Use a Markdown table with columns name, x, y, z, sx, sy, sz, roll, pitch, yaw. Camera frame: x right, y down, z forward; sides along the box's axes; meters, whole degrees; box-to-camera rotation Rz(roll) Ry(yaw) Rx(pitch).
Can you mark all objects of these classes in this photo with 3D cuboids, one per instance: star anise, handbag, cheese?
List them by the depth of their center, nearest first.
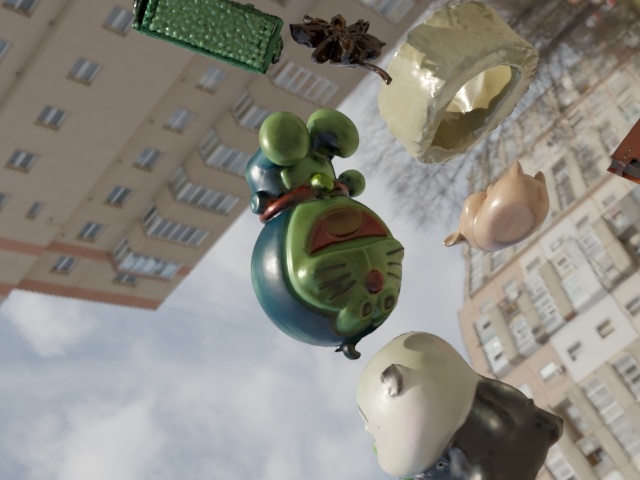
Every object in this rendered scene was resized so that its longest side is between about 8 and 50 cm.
| name | x | y | z | sx | sy | sz | roll | pitch | yaw |
| --- | --- | --- | --- | --- | --- | --- | --- | --- | --- |
| star anise | 0.030 | -0.334 | 1.390 | 0.177 | 0.073 | 0.234 | 9 | -149 | -6 |
| cheese | 0.263 | -0.304 | 1.617 | 0.292 | 0.332 | 0.153 | -19 | -121 | -34 |
| handbag | 0.727 | -0.197 | 1.753 | 0.127 | 0.063 | 0.190 | 29 | -120 | 26 |

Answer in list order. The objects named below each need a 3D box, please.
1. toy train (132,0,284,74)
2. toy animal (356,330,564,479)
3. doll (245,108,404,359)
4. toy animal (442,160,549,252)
| name | x | y | z | sx | sy | sz | roll | pitch | yaw |
| --- | --- | --- | --- | --- | --- | --- | --- | --- | --- |
| toy train | -0.189 | -0.371 | 1.365 | 0.269 | 0.115 | 0.154 | 19 | -172 | -8 |
| toy animal | 0.168 | 0.260 | 1.118 | 0.266 | 0.212 | 0.212 | 32 | -157 | 4 |
| doll | -0.001 | 0.000 | 1.051 | 0.198 | 0.186 | 0.322 | -6 | -104 | -35 |
| toy animal | 0.413 | -0.056 | 1.831 | 0.166 | 0.250 | 0.154 | 22 | -123 | -16 |
